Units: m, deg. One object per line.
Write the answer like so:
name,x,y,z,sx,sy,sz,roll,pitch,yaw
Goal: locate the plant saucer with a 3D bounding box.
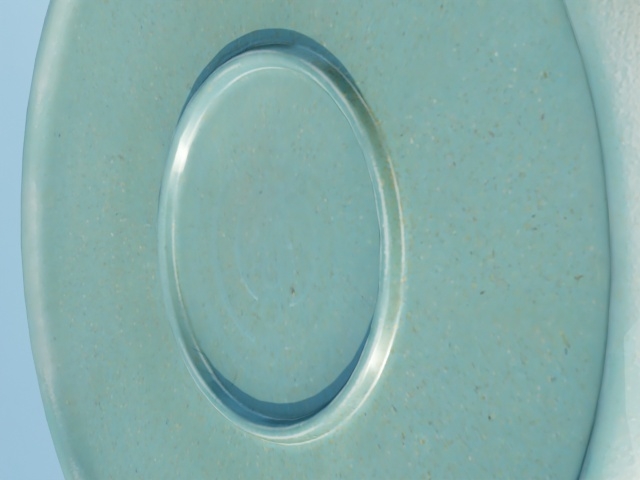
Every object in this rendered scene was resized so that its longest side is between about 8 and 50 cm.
plant saucer,0.000,0.000,0.477,0.043,0.317,0.318,-2,-108,-39
